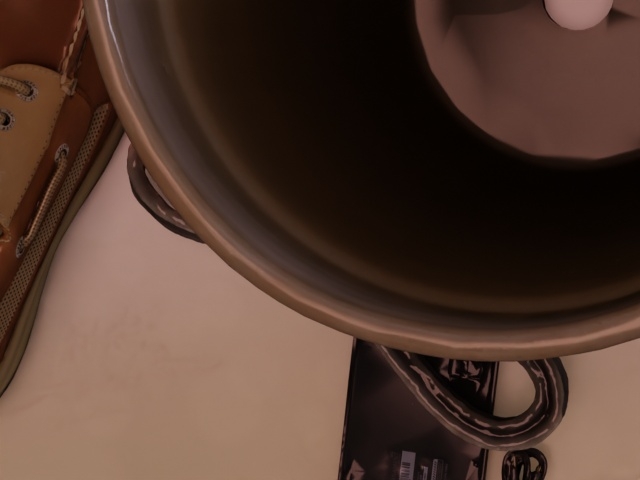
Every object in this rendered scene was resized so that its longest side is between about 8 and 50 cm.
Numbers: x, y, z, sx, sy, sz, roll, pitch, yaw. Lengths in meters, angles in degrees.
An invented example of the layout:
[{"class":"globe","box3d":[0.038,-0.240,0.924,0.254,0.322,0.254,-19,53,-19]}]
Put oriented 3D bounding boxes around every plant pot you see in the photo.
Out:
[{"class":"plant pot","box3d":[0.097,-0.118,0.793,0.323,0.280,0.323,0,90,16]}]

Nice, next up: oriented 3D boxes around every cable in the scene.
[{"class":"cable","box3d":[0.000,0.000,0.920,0.139,0.072,0.287,-36,78,6]}]

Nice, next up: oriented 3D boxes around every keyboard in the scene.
[{"class":"keyboard","box3d":[0.062,0.132,0.956,0.108,0.023,0.180,8,96,16]}]

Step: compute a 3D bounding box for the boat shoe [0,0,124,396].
[{"class":"boat shoe","box3d":[-0.176,-0.044,0.936,0.123,0.120,0.324,17,97,8]}]
